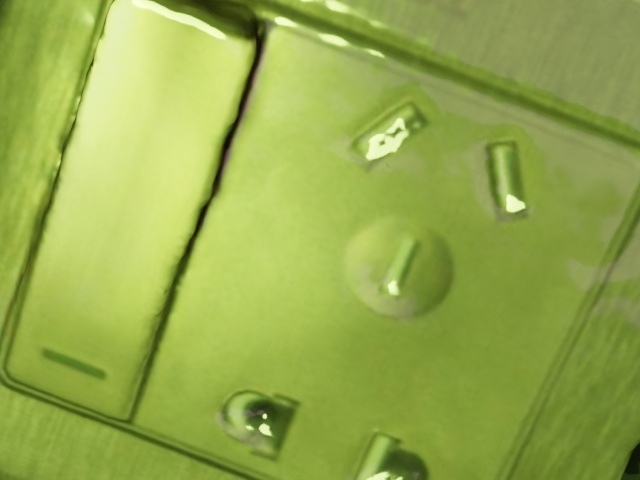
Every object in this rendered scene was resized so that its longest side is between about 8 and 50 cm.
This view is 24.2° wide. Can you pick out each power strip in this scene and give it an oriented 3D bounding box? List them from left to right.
[{"bbox_3d":[-0.001,-0.001,0.518,0.251,0.092,0.257,20,116,-6],"label":"power strip"}]

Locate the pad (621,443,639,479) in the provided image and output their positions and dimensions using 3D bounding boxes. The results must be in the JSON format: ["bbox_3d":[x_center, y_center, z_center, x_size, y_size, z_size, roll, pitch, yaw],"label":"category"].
[{"bbox_3d":[0.142,0.066,0.618,0.170,0.006,0.245,39,107,-23],"label":"pad"}]
